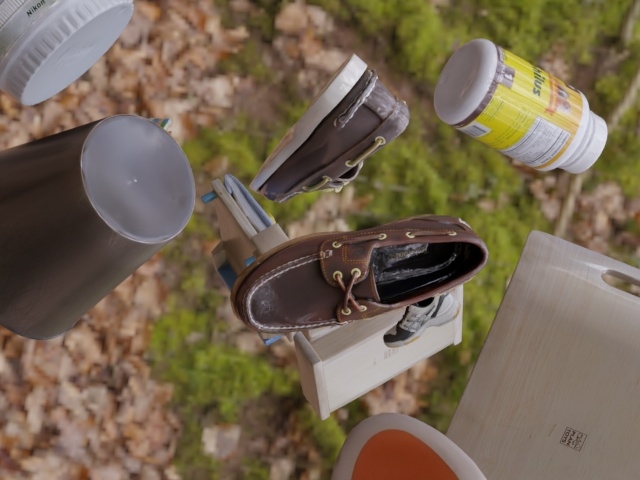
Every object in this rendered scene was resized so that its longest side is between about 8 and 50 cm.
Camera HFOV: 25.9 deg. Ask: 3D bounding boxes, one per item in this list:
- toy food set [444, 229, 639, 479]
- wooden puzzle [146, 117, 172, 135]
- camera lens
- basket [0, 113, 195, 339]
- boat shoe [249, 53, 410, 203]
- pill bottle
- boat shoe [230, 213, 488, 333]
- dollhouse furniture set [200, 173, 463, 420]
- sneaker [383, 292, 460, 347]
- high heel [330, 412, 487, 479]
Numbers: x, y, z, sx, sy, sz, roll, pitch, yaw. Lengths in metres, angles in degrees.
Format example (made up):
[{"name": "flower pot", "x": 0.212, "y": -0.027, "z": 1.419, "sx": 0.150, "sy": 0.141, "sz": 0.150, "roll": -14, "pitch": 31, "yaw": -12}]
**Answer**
[{"name": "toy food set", "x": 0.241, "y": 0.164, "z": 1.293, "sx": 0.092, "sy": 0.220, "sz": 0.306, "roll": -55, "pitch": 166, "yaw": -64}, {"name": "wooden puzzle", "x": -0.244, "y": -0.157, "z": 1.989, "sx": 0.049, "sy": 0.083, "sz": 0.006, "roll": -61, "pitch": 140, "yaw": -32}, {"name": "camera lens", "x": -0.409, "y": -0.341, "z": 1.815, "sx": 0.219, "sy": 0.274, "sz": 0.219, "roll": -43, "pitch": 178, "yaw": -2}, {"name": "basket", "x": -0.239, "y": -0.027, "z": 1.358, "sx": 0.154, "sy": 0.227, "sz": 0.204, "roll": -18, "pitch": 85, "yaw": -45}, {"name": "boat shoe", "x": 0.007, "y": -0.106, "z": 1.620, "sx": 0.116, "sy": 0.097, "sz": 0.324, "roll": -55, "pitch": -175, "yaw": -27}, {"name": "pill bottle", "x": 0.260, "y": -0.165, "z": 1.780, "sx": 0.117, "sy": 0.215, "sz": 0.117, "roll": -44, "pitch": -147, "yaw": 38}, {"name": "boat shoe", "x": 0.032, "y": 0.026, "z": 1.106, "sx": 0.073, "sy": 0.207, "sz": 0.073, "roll": -140, "pitch": -146, "yaw": -66}, {"name": "dollhouse furniture set", "x": 0.000, "y": 0.000, "z": 1.631, "sx": 0.303, "sy": 0.198, "sz": 0.286, "roll": 53, "pitch": -16, "yaw": 30}, {"name": "sneaker", "x": 0.088, "y": 0.068, "z": 1.281, "sx": 0.037, "sy": 0.083, "sz": 0.032, "roll": 49, "pitch": 24, "yaw": -19}, {"name": "high heel", "x": 0.094, "y": 0.295, "z": 0.920, "sx": 0.377, "sy": 0.127, "sz": 0.181, "roll": -105, "pitch": 176, "yaw": -46}]
